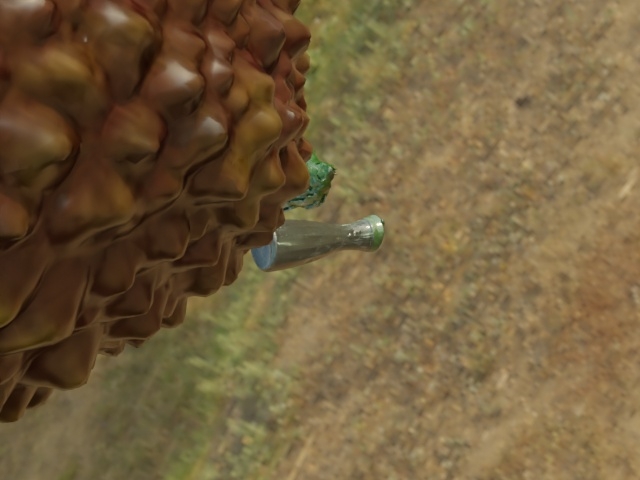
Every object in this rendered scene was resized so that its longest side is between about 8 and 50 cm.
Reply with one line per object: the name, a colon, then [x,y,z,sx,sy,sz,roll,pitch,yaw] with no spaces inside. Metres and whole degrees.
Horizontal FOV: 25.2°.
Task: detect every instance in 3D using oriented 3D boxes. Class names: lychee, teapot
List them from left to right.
lychee: [-0.125,-0.050,0.393,0.271,0.271,0.271,-36,37,33]
teapot: [0.000,0.000,1.171,0.043,0.111,0.043,17,110,58]

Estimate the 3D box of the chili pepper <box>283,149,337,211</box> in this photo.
chili pepper: [-0.066,-0.015,0.864,0.227,0.059,0.088,-14,72,48]
